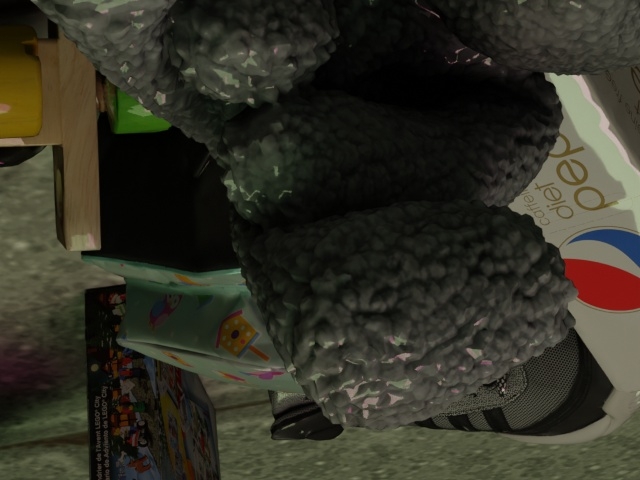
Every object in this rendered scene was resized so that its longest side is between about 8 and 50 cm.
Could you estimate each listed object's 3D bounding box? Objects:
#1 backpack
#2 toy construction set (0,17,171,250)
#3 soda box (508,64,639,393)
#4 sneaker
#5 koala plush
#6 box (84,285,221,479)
[{"bbox_3d":[0.000,0.000,0.633,0.188,0.144,0.166,0,179,-34],"label":"backpack"},{"bbox_3d":[-0.146,-0.014,0.447,0.237,0.309,0.257,1,160,-24],"label":"toy construction set"},{"bbox_3d":[0.115,-0.034,0.579,0.069,0.074,0.216,-19,123,33],"label":"soda box"},{"bbox_3d":[0.054,0.069,0.755,0.153,0.101,0.268,-2,174,-30],"label":"sneaker"},{"bbox_3d":[0.051,-0.087,0.423,0.221,0.196,0.203,-34,-177,6],"label":"koala plush"},{"bbox_3d":[-0.103,0.149,0.886,0.044,0.159,0.233,-8,152,3],"label":"box"}]
